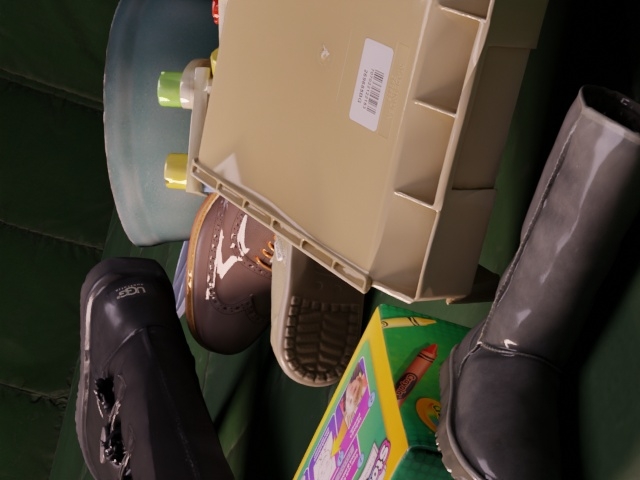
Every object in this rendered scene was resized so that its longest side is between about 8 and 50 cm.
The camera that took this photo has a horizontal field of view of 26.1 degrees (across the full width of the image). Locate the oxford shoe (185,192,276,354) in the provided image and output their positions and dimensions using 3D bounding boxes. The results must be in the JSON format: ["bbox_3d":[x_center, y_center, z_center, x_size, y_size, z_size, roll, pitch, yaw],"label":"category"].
[{"bbox_3d":[-0.048,-0.015,1.431,0.133,0.130,0.364,-110,39,-58],"label":"oxford shoe"}]

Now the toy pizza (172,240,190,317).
[{"bbox_3d":[-0.184,0.026,2.103,0.201,0.032,0.201,-163,90,-76],"label":"toy pizza"}]

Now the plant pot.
[{"bbox_3d":[-0.111,-0.139,1.568,0.293,0.196,0.293,0,-90,-83],"label":"plant pot"}]

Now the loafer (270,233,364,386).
[{"bbox_3d":[0.000,0.000,1.264,0.092,0.102,0.268,-17,57,67],"label":"loafer"}]

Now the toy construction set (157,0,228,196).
[{"bbox_3d":[-0.052,-0.211,1.135,0.215,0.151,0.328,-65,-8,-66],"label":"toy construction set"}]

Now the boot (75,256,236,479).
[{"bbox_3d":[-0.161,0.280,1.479,0.445,0.146,0.367,-122,22,-53],"label":"boot"}]

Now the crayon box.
[{"bbox_3d":[0.030,0.204,0.931,0.165,0.081,0.278,-99,30,-61],"label":"crayon box"}]

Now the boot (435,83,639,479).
[{"bbox_3d":[0.138,0.032,0.776,0.208,0.076,0.190,-59,20,22],"label":"boot"}]

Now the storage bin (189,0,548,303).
[{"bbox_3d":[0.046,-0.124,0.934,0.260,0.123,0.262,33,117,46],"label":"storage bin"}]
